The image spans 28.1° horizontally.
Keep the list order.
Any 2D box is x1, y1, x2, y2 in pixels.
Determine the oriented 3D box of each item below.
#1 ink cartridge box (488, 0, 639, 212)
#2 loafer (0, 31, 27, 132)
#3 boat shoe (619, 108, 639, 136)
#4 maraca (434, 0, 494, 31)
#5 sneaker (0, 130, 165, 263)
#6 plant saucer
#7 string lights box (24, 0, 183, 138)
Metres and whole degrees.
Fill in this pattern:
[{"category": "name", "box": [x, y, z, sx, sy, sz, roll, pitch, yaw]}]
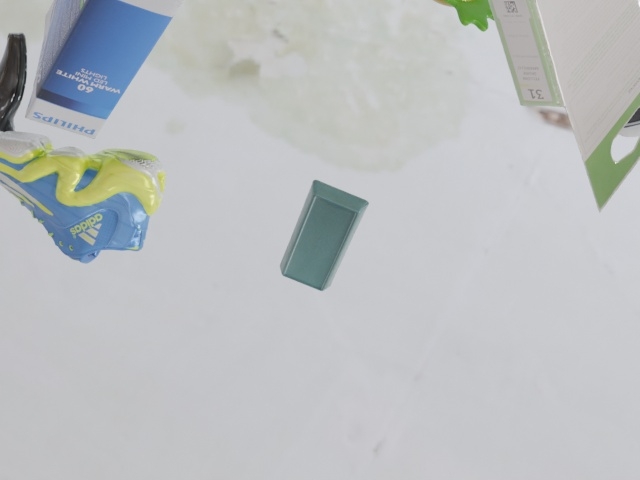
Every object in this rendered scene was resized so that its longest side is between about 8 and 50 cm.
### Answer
[{"category": "ink cartridge box", "box": [0.245, -0.169, 1.179, 0.056, 0.235, 0.171, 9, -136, 40]}, {"category": "loafer", "box": [-0.397, -0.175, 1.568, 0.061, 0.170, 0.062, 11, -173, -17]}, {"category": "boat shoe", "box": [0.521, -0.252, 1.755, 0.301, 0.102, 0.108, -25, -131, 17]}, {"category": "maraca", "box": [0.199, -0.389, 1.885, 0.127, 0.099, 0.185, -36, -92, -37]}, {"category": "sneaker", "box": [-0.281, -0.042, 1.326, 0.240, 0.126, 0.091, 10, -169, 15]}, {"category": "plant saucer", "box": [0.000, 0.000, 1.480, 0.067, 0.192, 0.018, 22, -125, -1]}, {"category": "string lights box", "box": [-0.196, -0.218, 1.186, 0.077, 0.260, 0.133, 16, -120, -21]}]
